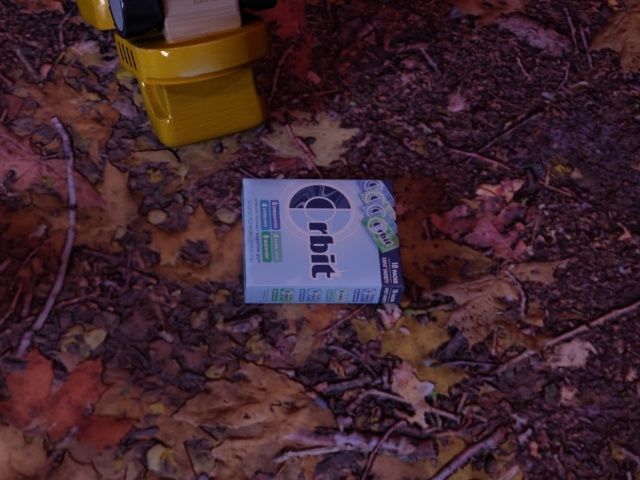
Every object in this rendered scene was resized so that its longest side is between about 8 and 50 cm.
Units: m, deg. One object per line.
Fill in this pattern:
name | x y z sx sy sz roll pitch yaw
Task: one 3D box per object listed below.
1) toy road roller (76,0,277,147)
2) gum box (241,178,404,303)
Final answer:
toy road roller | -0.176 -0.258 1.742 0.202 0.241 0.329 -15 21 -16
gum box | 0.000 0.000 1.643 0.184 0.041 0.157 0 55 -6
